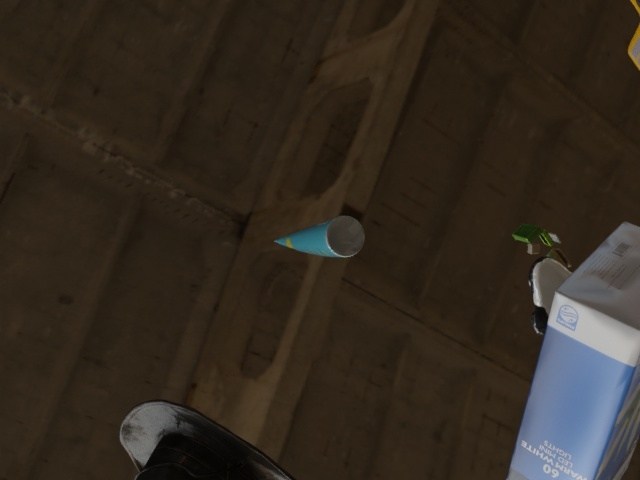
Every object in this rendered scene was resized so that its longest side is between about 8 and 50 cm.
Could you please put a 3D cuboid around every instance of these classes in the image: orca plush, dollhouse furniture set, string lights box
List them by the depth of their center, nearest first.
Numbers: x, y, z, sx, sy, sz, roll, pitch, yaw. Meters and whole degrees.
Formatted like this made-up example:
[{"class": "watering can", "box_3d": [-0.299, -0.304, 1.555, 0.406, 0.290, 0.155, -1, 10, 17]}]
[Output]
[{"class": "string lights box", "box_3d": [0.237, 0.129, 0.711, 0.133, 0.076, 0.260, -34, -42, -40]}, {"class": "dollhouse furniture set", "box_3d": [0.447, 0.031, 1.631, 0.076, 0.058, 0.152, -43, -71, -8]}, {"class": "orca plush", "box_3d": [0.503, 0.153, 1.634, 0.287, 0.102, 0.151, 41, -91, -2]}]

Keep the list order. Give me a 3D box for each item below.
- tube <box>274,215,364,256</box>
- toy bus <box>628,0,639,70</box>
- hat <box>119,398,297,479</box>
[{"class": "tube", "box_3d": [0.000, 0.000, 1.129, 0.080, 0.207, 0.052, 15, -98, -16]}, {"class": "toy bus", "box_3d": [0.536, -0.246, 1.147, 0.108, 0.130, 0.333, -10, -124, -13]}, {"class": "hat", "box_3d": [-0.173, 0.385, 1.180, 0.331, 0.331, 0.134, 52, -138, -19]}]
